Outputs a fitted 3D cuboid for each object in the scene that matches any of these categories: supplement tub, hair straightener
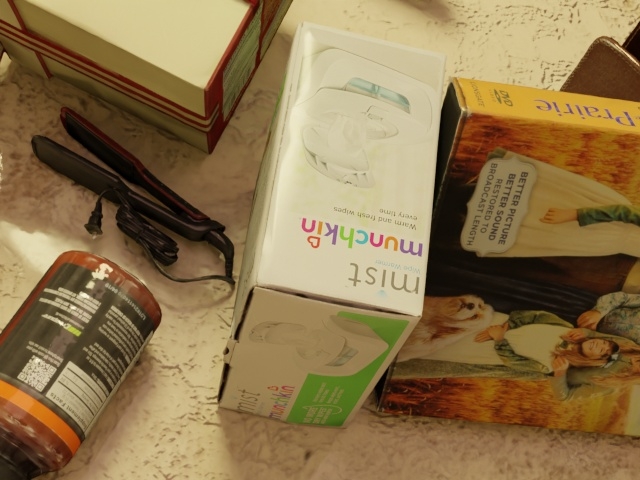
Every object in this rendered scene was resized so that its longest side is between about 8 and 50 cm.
[{"bbox_3d":[-0.219,0.111,0.867,0.106,0.106,0.198,30,62,4],"label":"supplement tub"},{"bbox_3d":[-0.175,-0.024,0.985,0.230,0.047,0.089,38,63,4],"label":"hair straightener"}]

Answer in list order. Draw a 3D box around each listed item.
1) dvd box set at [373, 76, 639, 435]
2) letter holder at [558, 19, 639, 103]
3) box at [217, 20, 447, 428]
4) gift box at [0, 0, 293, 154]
[{"bbox_3d":[0.277,0.037,0.901,0.420,0.307,0.062,7,34,-9],"label":"dvd box set"},{"bbox_3d":[0.409,-0.111,1.045,0.152,0.214,0.302,-27,72,-23],"label":"letter holder"},{"bbox_3d":[0.000,0.000,0.879,0.127,0.262,0.231,11,61,-6],"label":"box"},{"bbox_3d":[-0.170,-0.236,0.978,0.258,0.276,0.255,27,75,-1],"label":"gift box"}]
